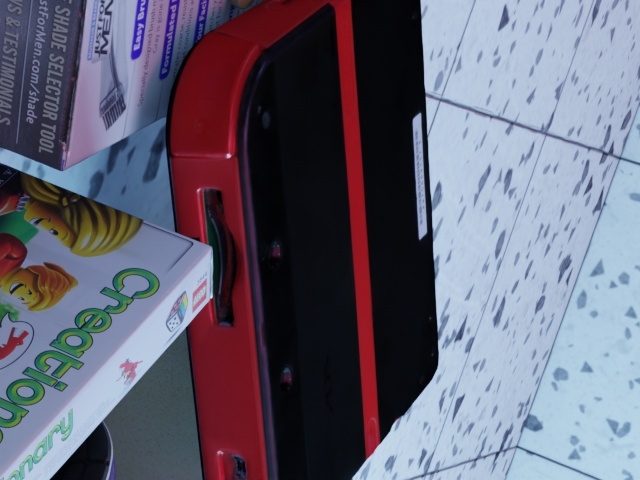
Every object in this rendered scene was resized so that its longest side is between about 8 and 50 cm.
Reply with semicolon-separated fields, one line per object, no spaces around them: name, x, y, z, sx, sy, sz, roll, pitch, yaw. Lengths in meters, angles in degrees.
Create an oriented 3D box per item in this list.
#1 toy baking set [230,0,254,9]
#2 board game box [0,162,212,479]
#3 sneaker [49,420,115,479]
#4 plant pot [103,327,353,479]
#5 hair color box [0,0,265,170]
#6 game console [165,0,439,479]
toy baking set;-0.014;-0.269;1.276;0.256;0.030;0.197;-57;163;-17
board game box;-0.223;0.072;1.128;0.305;0.193;0.053;-50;153;-44
sneaker;-0.197;0.240;1.146;0.283;0.107;0.124;-61;165;-22
plant pot;-0.092;0.156;1.534;0.256;0.256;0.274;-37;129;-56
hair color box;-0.113;-0.191;1.282;0.339;0.110;0.185;-38;143;-59
game console;0.000;0.000;1.400;0.342;0.060;0.386;-45;136;-57
